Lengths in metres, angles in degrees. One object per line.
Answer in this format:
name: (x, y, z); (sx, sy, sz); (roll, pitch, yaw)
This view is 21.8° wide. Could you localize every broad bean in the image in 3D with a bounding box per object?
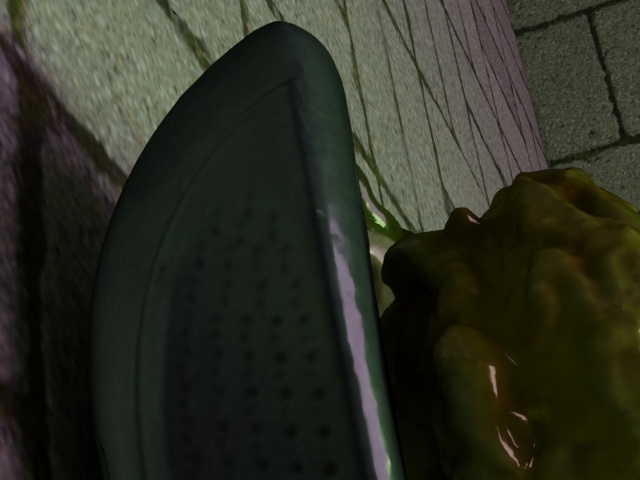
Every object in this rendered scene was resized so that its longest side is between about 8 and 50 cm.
broad bean: (0.053, 0.013, 1.227); (0.213, 0.048, 0.070); (56, 21, -44)

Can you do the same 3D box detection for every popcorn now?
popcorn: (0.095, 0.063, 0.747); (0.197, 0.155, 0.197); (-11, 90, -88)

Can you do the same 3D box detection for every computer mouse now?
computer mouse: (-0.019, 0.096, 0.623); (0.188, 0.122, 0.371); (70, 8, -67)

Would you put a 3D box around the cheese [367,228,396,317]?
cheese: (0.048, 0.096, 0.900); (0.263, 0.093, 0.159); (41, 38, -43)
